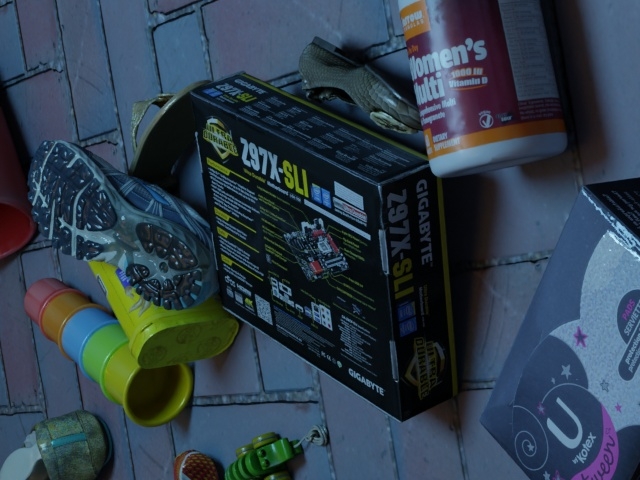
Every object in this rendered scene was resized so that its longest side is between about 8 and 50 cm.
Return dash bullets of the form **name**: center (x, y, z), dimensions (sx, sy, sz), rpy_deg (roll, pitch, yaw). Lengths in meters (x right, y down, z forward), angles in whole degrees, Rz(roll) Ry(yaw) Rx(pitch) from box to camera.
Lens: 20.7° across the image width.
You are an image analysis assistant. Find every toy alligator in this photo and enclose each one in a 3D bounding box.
- **toy alligator**: center (-0.060, 0.241, 1.925), dimensions (0.189, 0.051, 0.056), rpy_deg (-38, 67, 51)

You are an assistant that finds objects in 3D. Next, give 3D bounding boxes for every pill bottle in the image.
- **pill bottle**: center (0.133, -0.172, 1.504), dimensions (0.121, 0.121, 0.221), rpy_deg (-15, 86, 55)

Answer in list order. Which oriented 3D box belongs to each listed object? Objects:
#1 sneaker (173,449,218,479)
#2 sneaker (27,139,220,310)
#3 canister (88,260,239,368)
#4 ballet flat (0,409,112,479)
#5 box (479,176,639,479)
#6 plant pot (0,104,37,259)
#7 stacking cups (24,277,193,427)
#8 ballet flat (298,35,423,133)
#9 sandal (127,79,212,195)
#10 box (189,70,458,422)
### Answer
- **sneaker**: center (-0.136, 0.332, 2.060), dimensions (0.067, 0.064, 0.175), rpy_deg (167, 99, -74)
- **sneaker**: center (-0.208, -0.018, 1.952), dimensions (0.283, 0.122, 0.110), rpy_deg (37, 115, 23)
- **canister**: center (-0.184, 0.054, 1.997), dimensions (0.170, 0.126, 0.073), rpy_deg (58, 140, 32)
- **ballet flat**: center (-0.391, 0.331, 2.355), dimensions (0.348, 0.123, 0.123), rpy_deg (-48, 59, 48)
- **box**: center (0.256, 0.094, 1.375), dimensions (0.163, 0.142, 0.247), rpy_deg (49, 134, 37)
- **plant pot**: center (-0.526, -0.110, 2.344), dimensions (0.275, 0.275, 0.243), rpy_deg (-38, 57, 51)
- **stacking cups**: center (-0.281, 0.127, 2.168), dimensions (0.316, 0.096, 0.096), rpy_deg (28, 120, 48)
- **ballet flat**: center (0.037, -0.136, 1.648), dimensions (0.058, 0.084, 0.250), rpy_deg (-56, 30, 3)
- **sandal**: center (-0.193, -0.122, 2.000), dimensions (0.079, 0.088, 0.240), rpy_deg (54, 142, 24)
- **box**: center (0.000, 0.000, 1.721), dimensions (0.322, 0.079, 0.257), rpy_deg (28, 132, 48)
